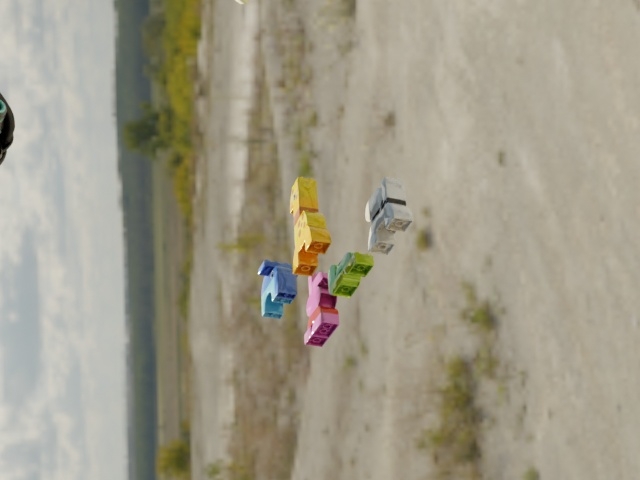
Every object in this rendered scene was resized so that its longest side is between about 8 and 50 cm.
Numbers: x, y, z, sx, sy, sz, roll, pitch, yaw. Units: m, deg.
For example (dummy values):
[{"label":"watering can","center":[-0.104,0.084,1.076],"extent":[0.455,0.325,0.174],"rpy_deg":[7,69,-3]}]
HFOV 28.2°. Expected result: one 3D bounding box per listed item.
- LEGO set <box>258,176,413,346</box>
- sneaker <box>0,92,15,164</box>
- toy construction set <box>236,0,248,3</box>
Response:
[{"label":"LEGO set","center":[0.000,0.000,1.192],"extent":[0.227,0.087,0.093],"rpy_deg":[124,150,-50]},{"label":"sneaker","center":[-0.308,-0.063,1.052],"extent":[0.101,0.106,0.267],"rpy_deg":[-86,-7,-58]},{"label":"toy construction set","center":[-0.090,-0.460,1.522],"extent":[0.215,0.151,0.328],"rpy_deg":[58,-142,-37]}]
